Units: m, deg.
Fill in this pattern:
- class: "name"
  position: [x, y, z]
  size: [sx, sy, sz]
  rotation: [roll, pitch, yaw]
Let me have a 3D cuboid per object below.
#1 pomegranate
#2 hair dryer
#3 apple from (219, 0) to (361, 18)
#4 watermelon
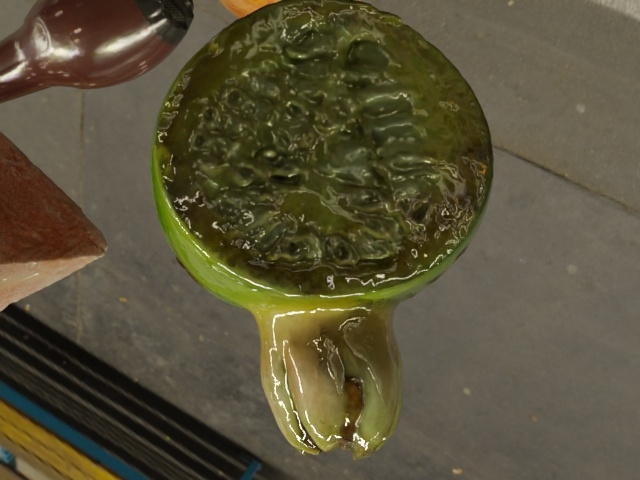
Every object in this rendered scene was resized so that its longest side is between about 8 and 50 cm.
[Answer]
- class: "pomegranate"
  position: [0.010, -0.010, 0.394]
  size: [0.241, 0.189, 0.159]
  rotation: [55, 165, 12]
- class: "hair dryer"
  position: [-0.326, -0.307, 0.664]
  size: [0.312, 0.123, 0.341]
  rotation: [-9, 128, 20]
- class: "apple"
  position: [-0.049, -0.418, 0.997]
  size: [0.251, 0.293, 0.163]
  rotation: [19, 140, 15]
- class: "watermelon"
  position: [-0.456, -0.039, 0.809]
  size: [0.292, 0.283, 0.251]
  rotation: [-18, 132, 0]
